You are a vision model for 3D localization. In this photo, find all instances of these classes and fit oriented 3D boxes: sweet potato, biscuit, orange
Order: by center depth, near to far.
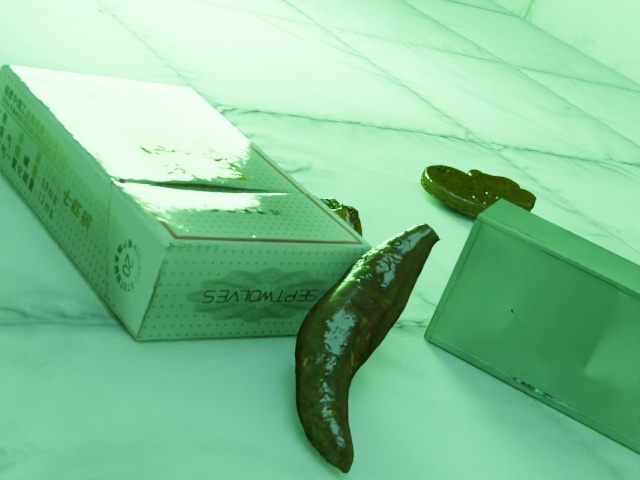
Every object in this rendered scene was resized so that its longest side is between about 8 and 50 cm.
[{"bbox_3d":[0.025,0.072,0.896,0.078,0.058,0.255,14,42,14],"label":"sweet potato"},{"bbox_3d":[0.000,0.000,1.092,0.086,0.062,0.086,-7,51,8],"label":"orange"},{"bbox_3d":[0.200,-0.056,1.459,0.175,0.026,0.124,0,31,-42],"label":"biscuit"}]

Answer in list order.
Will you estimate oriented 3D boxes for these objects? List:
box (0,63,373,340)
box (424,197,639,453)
[{"bbox_3d":[-0.134,-0.039,1.024,0.210,0.095,0.330,2,30,-40],"label":"box"},{"bbox_3d":[0.226,0.073,1.033,0.225,0.130,0.086,28,22,16],"label":"box"}]
